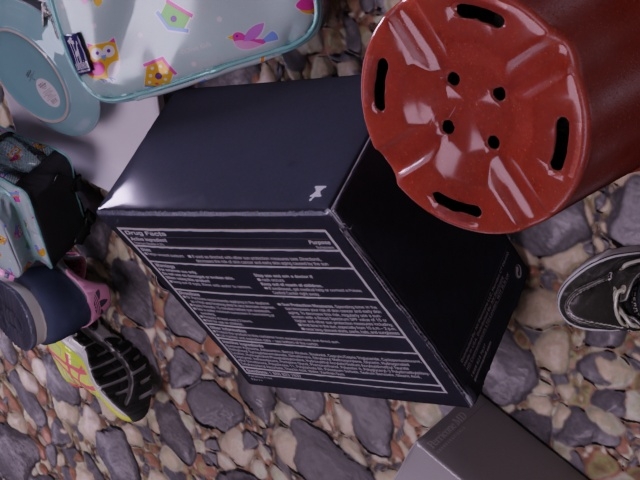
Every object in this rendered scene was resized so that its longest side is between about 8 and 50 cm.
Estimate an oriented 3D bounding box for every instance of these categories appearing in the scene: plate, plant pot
[{"bbox_3d":[-0.331,-0.195,1.582,0.188,0.024,0.188,28,143,24],"label":"plate"},{"bbox_3d":[0.186,-0.144,1.123,0.272,0.265,0.272,19,124,32],"label":"plant pot"},{"bbox_3d":[-0.273,-0.175,1.603,0.278,0.045,0.277,24,142,27],"label":"plate"}]

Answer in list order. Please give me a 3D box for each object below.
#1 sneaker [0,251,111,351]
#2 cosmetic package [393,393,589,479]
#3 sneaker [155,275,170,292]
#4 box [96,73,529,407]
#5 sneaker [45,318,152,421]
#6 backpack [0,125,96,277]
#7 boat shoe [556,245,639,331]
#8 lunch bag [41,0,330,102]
[{"bbox_3d":[-0.386,0.042,1.815,0.319,0.131,0.112,40,140,47],"label":"sneaker"},{"bbox_3d":[0.204,0.283,1.434,0.238,0.127,0.107,39,132,14],"label":"cosmetic package"},{"bbox_3d":[-0.153,0.020,1.568,0.084,0.097,0.235,63,158,1],"label":"sneaker"},{"bbox_3d":[0.000,0.000,1.342,0.296,0.182,0.294,1,142,38],"label":"box"},{"bbox_3d":[-0.300,0.170,1.826,0.208,0.081,0.094,48,135,24],"label":"sneaker"},{"bbox_3d":[-0.396,-0.058,1.703,0.188,0.144,0.166,34,153,31],"label":"backpack"},{"bbox_3d":[0.302,0.045,1.264,0.219,0.070,0.078,-20,99,44],"label":"boat shoe"},{"bbox_3d":[-0.146,-0.270,1.359,0.279,0.108,0.224,-15,106,9],"label":"lunch bag"}]
